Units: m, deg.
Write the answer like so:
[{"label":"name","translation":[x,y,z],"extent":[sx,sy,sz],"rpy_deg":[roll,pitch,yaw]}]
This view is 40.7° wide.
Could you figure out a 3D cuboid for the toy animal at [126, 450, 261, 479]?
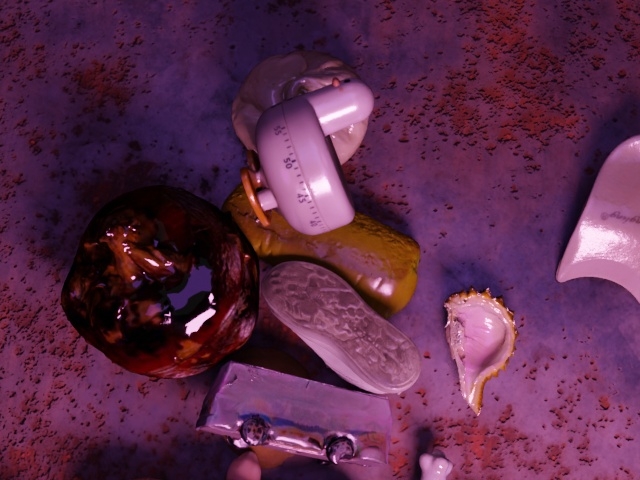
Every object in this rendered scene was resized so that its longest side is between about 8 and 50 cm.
[{"label":"toy animal","translation":[-0.209,0.480,1.381],"extent":[0.326,0.237,0.269],"rpy_deg":[28,105,5]}]

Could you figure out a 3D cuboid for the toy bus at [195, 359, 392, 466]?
[{"label":"toy bus","translation":[-0.039,0.292,1.428],"extent":[0.317,0.112,0.138],"rpy_deg":[17,69,-17]}]

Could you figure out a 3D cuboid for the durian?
[{"label":"durian","translation":[0.273,0.193,1.523],"extent":[0.140,0.078,0.224],"rpy_deg":[6,85,-11]}]

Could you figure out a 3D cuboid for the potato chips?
[{"label":"potato chips","translation":[-0.099,0.288,1.502],"extent":[0.195,0.062,0.208],"rpy_deg":[10,72,1]}]

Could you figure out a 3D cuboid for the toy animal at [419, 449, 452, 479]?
[{"label":"toy animal","translation":[0.166,0.541,1.386],"extent":[0.181,0.180,0.363],"rpy_deg":[28,54,1]}]

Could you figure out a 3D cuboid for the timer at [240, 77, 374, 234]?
[{"label":"timer","translation":[-0.002,-0.134,1.425],"extent":[0.240,0.233,0.233],"rpy_deg":[-21,75,6]}]

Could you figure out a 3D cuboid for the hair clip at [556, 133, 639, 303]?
[{"label":"hair clip","translation":[0.552,-0.045,1.565],"extent":[0.173,0.113,0.282],"rpy_deg":[16,76,5]}]

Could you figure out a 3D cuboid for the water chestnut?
[{"label":"water chestnut","translation":[-0.274,0.056,1.411],"extent":[0.335,0.347,0.335],"rpy_deg":[-6,72,20]}]

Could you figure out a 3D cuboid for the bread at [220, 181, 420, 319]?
[{"label":"bread","translation":[0.000,0.000,1.554],"extent":[0.384,0.112,0.166],"rpy_deg":[26,76,8]}]

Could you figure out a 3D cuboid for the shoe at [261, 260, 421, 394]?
[{"label":"shoe","translation":[0.036,0.166,1.490],"extent":[0.316,0.159,0.124],"rpy_deg":[38,71,22]}]

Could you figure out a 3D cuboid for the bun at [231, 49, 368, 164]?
[{"label":"bun","translation":[-0.031,-0.251,1.602],"extent":[0.259,0.160,0.259],"rpy_deg":[0,72,0]}]
